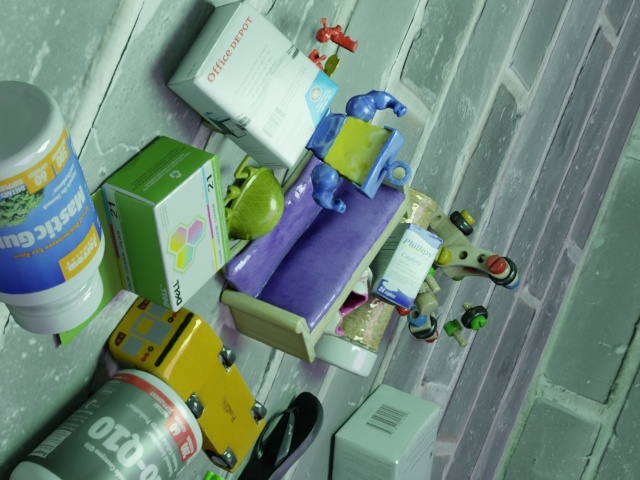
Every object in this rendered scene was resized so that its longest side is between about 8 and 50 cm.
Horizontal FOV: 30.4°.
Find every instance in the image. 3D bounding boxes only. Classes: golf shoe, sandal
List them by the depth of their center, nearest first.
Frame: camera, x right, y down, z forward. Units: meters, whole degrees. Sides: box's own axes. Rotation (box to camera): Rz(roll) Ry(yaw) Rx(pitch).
[{"bbox_3d":[0.046,0.050,2.054,0.306,0.140,0.115,-56,149,-28],"label":"golf shoe"},{"bbox_3d":[-0.078,0.371,2.113,0.054,0.097,0.254,53,57,-29],"label":"sandal"}]

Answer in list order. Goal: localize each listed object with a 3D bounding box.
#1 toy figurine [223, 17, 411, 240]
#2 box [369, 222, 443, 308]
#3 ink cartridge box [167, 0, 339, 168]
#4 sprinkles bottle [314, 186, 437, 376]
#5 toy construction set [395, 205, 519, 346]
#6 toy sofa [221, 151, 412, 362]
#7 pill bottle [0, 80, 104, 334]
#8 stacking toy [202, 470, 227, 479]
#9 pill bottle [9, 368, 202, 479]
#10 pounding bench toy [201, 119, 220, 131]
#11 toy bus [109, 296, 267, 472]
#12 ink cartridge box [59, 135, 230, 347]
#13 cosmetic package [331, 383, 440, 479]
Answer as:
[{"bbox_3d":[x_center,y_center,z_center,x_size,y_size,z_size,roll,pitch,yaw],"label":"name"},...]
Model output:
[{"bbox_3d":[0.024,-0.121,1.747,0.363,0.217,0.191,-61,172,-3],"label":"toy figurine"},{"bbox_3d":[0.141,0.043,2.071,0.137,0.072,0.126,-63,-169,-5],"label":"box"},{"bbox_3d":[-0.088,-0.207,1.581,0.190,0.082,0.140,39,71,-29],"label":"ink cartridge box"},{"bbox_3d":[0.099,0.071,2.190,0.121,0.121,0.355,31,81,-64],"label":"sprinkles bottle"},{"bbox_3d":[0.220,0.050,2.384,0.308,0.237,0.257,6,135,-46],"label":"toy construction set"},{"bbox_3d":[0.000,0.000,1.915,0.362,0.150,0.177,-54,151,-29],"label":"toy sofa"},{"bbox_3d":[-0.322,-0.025,1.280,0.152,0.152,0.272,-51,148,-33],"label":"pill bottle"},{"bbox_3d":[-0.240,0.385,1.666,0.167,0.221,0.052,-63,152,-20],"label":"stacking toy"},{"bbox_3d":[-0.303,0.315,1.548,0.283,0.161,0.161,-45,145,-36],"label":"pill bottle"},{"bbox_3d":[-0.118,-0.178,1.669,0.083,0.052,0.065,21,90,-64],"label":"pounding bench toy"},{"bbox_3d":[-0.187,0.220,1.740,0.108,0.130,0.333,-58,152,-24],"label":"toy bus"},{"bbox_3d":[-0.237,0.014,1.534,0.255,0.097,0.189,-47,147,-39],"label":"ink cartridge box"},{"bbox_3d":[0.132,0.535,2.551,0.217,0.156,0.385,-42,142,-46],"label":"cosmetic package"}]
